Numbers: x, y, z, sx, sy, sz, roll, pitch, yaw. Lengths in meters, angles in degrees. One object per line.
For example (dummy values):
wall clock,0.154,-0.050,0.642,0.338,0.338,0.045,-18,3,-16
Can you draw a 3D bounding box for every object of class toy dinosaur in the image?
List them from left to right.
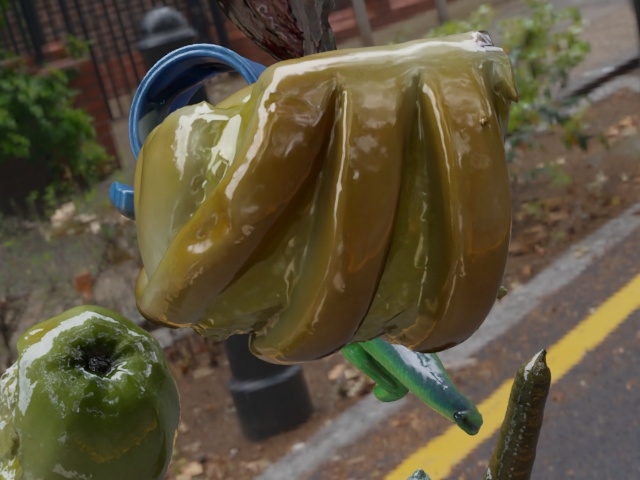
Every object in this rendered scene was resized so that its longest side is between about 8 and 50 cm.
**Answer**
toy dinosaur,0.000,0.000,1.119,0.144,0.374,0.500,-45,4,-2

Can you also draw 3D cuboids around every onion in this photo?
onion,-0.061,-0.317,1.086,0.146,0.314,0.280,3,-6,10

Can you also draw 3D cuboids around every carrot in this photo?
carrot,0.245,0.290,1.488,0.070,0.342,0.070,6,23,-2

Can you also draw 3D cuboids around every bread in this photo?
bread,-0.001,-0.008,0.816,0.270,0.211,0.315,-13,-6,-18

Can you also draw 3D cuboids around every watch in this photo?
watch,-0.190,-0.153,1.792,0.305,0.275,0.241,-2,-3,21

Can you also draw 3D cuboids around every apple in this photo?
apple,-0.302,0.227,1.486,0.279,0.279,0.279,-14,16,4

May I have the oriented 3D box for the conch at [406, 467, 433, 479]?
conch,0.154,0.526,1.740,0.249,0.368,0.197,4,40,-3
